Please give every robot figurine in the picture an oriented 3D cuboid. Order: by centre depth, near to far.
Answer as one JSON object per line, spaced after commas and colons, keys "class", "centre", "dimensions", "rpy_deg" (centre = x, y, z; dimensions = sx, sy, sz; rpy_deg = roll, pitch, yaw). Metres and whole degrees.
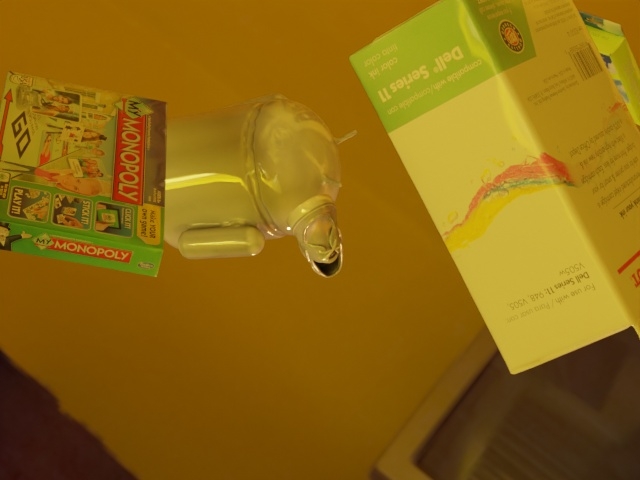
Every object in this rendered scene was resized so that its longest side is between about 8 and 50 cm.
{"class": "robot figurine", "centre": [-0.121, -0.096, 1.956], "dimensions": [0.200, 0.353, 0.300], "rpy_deg": [57, -147, -47]}

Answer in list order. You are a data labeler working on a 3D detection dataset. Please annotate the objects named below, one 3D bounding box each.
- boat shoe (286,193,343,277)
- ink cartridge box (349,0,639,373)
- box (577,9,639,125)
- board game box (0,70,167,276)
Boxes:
{"class": "boat shoe", "centre": [0.000, 0.000, 1.675], "dimensions": [0.066, 0.063, 0.184], "rpy_deg": [-29, -19, -12]}
{"class": "ink cartridge box", "centre": [0.189, -0.033, 1.087], "dimensions": [0.119, 0.353, 0.207], "rpy_deg": [-27, 1, 34]}
{"class": "box", "centre": [0.401, -0.247, 1.902], "dimensions": [0.042, 0.109, 0.178], "rpy_deg": [-49, -45, -11]}
{"class": "board game box", "centre": [-0.298, -0.089, 1.647], "dimensions": [0.317, 0.213, 0.046], "rpy_deg": [-98, 22, -51]}
